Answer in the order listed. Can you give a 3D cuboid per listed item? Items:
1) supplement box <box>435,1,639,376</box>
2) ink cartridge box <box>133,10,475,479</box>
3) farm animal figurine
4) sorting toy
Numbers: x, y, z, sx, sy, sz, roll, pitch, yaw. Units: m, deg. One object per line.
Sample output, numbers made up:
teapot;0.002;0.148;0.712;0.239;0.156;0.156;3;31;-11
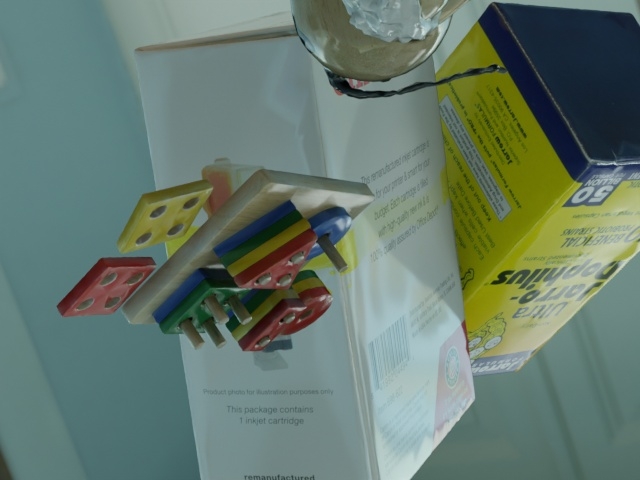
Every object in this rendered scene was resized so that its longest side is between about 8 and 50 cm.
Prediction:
supplement box;0.181;-0.037;1.521;0.194;0.195;0.356;-3;145;-38
ink cartridge box;0.000;0.000;1.315;0.160;0.385;0.279;-2;-167;24
farm animal figurine;0.006;-0.235;0.923;0.172;0.327;0.330;-17;170;9
sorting toy;-0.039;0.019;0.971;0.132;0.046;0.274;-44;157;21
